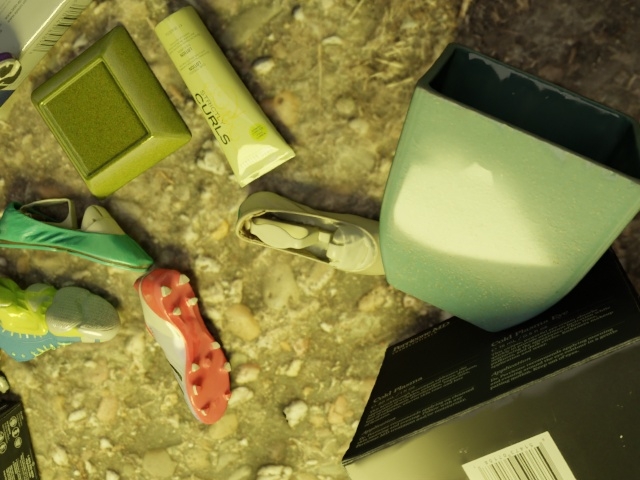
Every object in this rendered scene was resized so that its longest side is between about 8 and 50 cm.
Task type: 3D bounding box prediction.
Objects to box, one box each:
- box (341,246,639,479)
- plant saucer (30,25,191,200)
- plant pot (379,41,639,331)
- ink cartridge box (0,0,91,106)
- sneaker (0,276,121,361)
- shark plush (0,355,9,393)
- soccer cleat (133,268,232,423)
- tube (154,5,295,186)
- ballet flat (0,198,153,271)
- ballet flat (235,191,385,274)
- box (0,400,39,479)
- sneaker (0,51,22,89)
[{"bbox_3d":[0.238,0.190,0.858,0.343,0.312,0.179,-29,97,20],"label":"box"},{"bbox_3d":[-0.310,-0.174,1.040,0.188,0.045,0.188,-30,95,20],"label":"plant saucer"},{"bbox_3d":[0.196,-0.047,0.851,0.247,0.248,0.252,26,120,6],"label":"plant pot"},{"bbox_3d":[-0.533,-0.356,1.036,0.324,0.071,0.330,-40,89,20],"label":"ink cartridge box"},{"bbox_3d":[-0.422,0.135,1.144,0.240,0.091,0.126,15,126,9],"label":"sneaker"},{"bbox_3d":[-0.566,0.193,1.203,0.067,0.073,0.161,19,117,41],"label":"shark plush"},{"bbox_3d":[-0.205,0.157,1.096,0.095,0.083,0.248,-2,112,45],"label":"soccer cleat"},{"bbox_3d":[-0.132,-0.195,0.985,0.070,0.062,0.240,-13,111,58],"label":"tube"},{"bbox_3d":[-0.362,-0.015,1.081,0.247,0.083,0.087,10,93,10],"label":"ballet flat"},{"bbox_3d":[0.000,0.000,0.990,0.248,0.086,0.086,15,108,10],"label":"ballet flat"},{"bbox_3d":[-0.569,0.407,1.201,0.142,0.163,0.247,-2,104,18],"label":"box"},{"bbox_3d":[-0.483,-0.232,0.983,0.170,0.068,0.071,-7,95,17],"label":"sneaker"}]
